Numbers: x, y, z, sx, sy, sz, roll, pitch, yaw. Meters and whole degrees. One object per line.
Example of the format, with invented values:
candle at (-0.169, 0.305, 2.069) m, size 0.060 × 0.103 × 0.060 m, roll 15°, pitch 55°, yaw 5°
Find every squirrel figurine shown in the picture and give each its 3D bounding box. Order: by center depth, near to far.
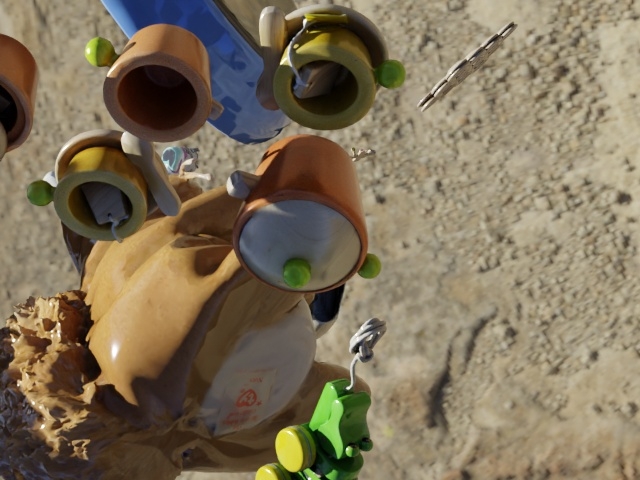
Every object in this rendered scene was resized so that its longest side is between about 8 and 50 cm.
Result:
squirrel figurine at (-0.198, 0.076, 1.196) m, size 0.370 × 0.397 × 0.281 m, roll 40°, pitch 160°, yaw 42°

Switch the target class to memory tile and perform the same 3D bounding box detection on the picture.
memory tile at (0.193, -0.229, 1.549) m, size 0.012 × 0.148 × 0.113 m, roll 48°, pitch 146°, yaw 4°

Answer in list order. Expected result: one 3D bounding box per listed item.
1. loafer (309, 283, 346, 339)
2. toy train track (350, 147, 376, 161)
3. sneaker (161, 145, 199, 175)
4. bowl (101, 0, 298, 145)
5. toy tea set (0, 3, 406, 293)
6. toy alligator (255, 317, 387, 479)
loafer at (0.000, 0.000, 1.553) m, size 0.092 × 0.102 × 0.268 m, roll -4°, pitch 87°, yaw 63°
toy train track at (0.038, -0.123, 1.689) m, size 0.048 × 0.083 × 0.014 m, roll 134°, pitch 123°, yaw -71°
sneaker at (-0.206, -0.101, 1.695) m, size 0.098 × 0.069 × 0.038 m, roll -40°, pitch 70°, yaw 42°
bowl at (-0.127, -0.275, 1.109) m, size 0.077 × 0.391 × 0.391 m, roll -30°, pitch 82°, yaw 15°
toy tea set at (-0.109, -0.050, 0.810) m, size 0.336 × 0.124 × 0.200 m, roll 0°, pitch 131°, yaw 5°
toy alligator at (0.010, 0.130, 0.743) m, size 0.051 × 0.056 × 0.189 m, roll 51°, pitch 132°, yaw 29°
